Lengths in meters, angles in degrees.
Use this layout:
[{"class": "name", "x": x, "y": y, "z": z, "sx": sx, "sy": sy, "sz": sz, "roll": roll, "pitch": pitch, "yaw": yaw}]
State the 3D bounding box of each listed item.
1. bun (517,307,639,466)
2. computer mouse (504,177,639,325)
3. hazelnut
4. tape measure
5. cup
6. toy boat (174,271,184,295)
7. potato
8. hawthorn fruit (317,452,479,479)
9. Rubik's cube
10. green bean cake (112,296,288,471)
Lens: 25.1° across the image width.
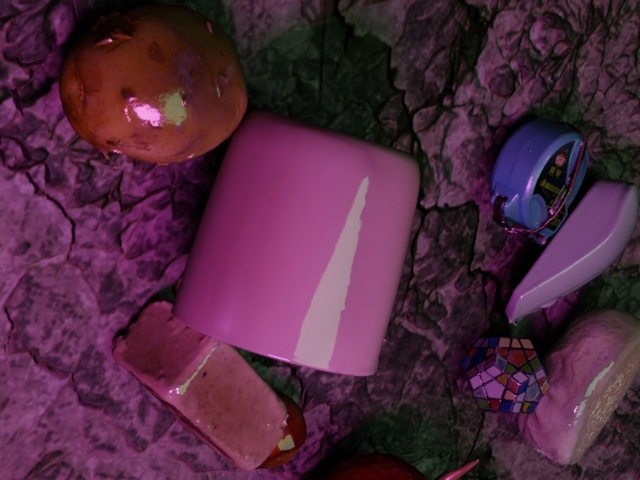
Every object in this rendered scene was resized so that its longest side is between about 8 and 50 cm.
[{"class": "bun", "x": 0.332, "y": 0.178, "z": 1.852, "sx": 0.221, "sy": 0.108, "sz": 0.221, "roll": -46, "pitch": 156, "yaw": -27}, {"class": "computer mouse", "x": 0.312, "y": 0.020, "z": 1.753, "sx": 0.231, "sy": 0.079, "sz": 0.128, "roll": -50, "pitch": 165, "yaw": -5}, {"class": "hazelnut", "x": -0.057, "y": 0.201, "z": 1.531, "sx": 0.086, "sy": 0.086, "sz": 0.086, "roll": -23, "pitch": 127, "yaw": -34}, {"class": "tape measure", "x": 0.253, "y": -0.073, "z": 1.665, "sx": 0.125, "sy": 0.081, "sz": 0.146, "roll": 23, "pitch": 96, "yaw": -55}, {"class": "cup", "x": 0.000, "y": 0.000, "z": 1.318, "sx": 0.253, "sy": 0.191, "sz": 0.200, "roll": 11, "pitch": 96, "yaw": -62}, {"class": "toy boat", "x": -0.048, "y": 0.011, "z": 1.437, "sx": 0.188, "sy": 0.061, "sz": 0.116, "roll": -54, "pitch": 136, "yaw": -7}, {"class": "potato", "x": -0.134, "y": -0.132, "z": 1.223, "sx": 0.176, "sy": 0.137, "sz": 0.137, "roll": -22, "pitch": 127, "yaw": -39}, {"class": "hawthorn fruit", "x": 0.055, "y": 0.373, "z": 1.619, "sx": 0.258, "sy": 0.258, "sz": 0.262, "roll": 49, "pitch": 48, "yaw": -47}, {"class": "Rubik's cube", "x": 0.227, "y": 0.166, "z": 1.769, "sx": 0.093, "sy": 0.111, "sz": 0.111, "roll": -40, "pitch": 143, "yaw": -62}, {"class": "green bean cake", "x": -0.113, "y": 0.141, "z": 1.412, "sx": 0.085, "sy": 0.109, "sz": 0.179, "roll": -50, "pitch": 137, "yaw": -11}]
